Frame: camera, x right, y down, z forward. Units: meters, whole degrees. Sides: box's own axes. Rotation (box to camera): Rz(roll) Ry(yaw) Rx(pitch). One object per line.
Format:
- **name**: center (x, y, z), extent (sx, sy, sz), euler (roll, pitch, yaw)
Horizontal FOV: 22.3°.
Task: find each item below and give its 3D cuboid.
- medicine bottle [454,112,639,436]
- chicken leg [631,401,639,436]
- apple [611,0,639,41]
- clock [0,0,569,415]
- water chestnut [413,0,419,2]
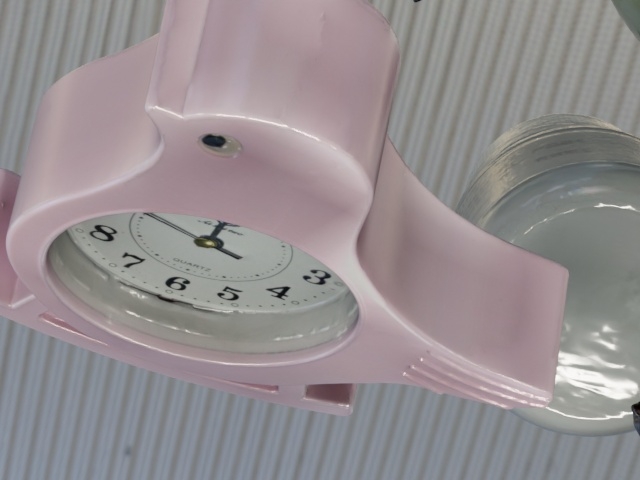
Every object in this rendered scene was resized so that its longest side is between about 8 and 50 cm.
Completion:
- **medicine bottle**: center (0.236, 0.015, 1.481), extent (0.245, 0.306, 0.245), euler (1, 109, 2)
- **chicken leg**: center (0.253, 0.121, 1.034), extent (0.107, 0.251, 0.087), euler (42, 96, 9)
- **apple**: center (0.397, -0.251, 1.281), extent (0.357, 0.357, 0.357), euler (0, 111, 1)
- **clock**: center (0.000, 0.000, 0.782), extent (0.290, 0.080, 0.275), euler (20, 150, -19)
- **water chestnut**: center (-0.018, -0.302, 1.432), extent (0.300, 0.300, 0.300), euler (0, 111, 1)
